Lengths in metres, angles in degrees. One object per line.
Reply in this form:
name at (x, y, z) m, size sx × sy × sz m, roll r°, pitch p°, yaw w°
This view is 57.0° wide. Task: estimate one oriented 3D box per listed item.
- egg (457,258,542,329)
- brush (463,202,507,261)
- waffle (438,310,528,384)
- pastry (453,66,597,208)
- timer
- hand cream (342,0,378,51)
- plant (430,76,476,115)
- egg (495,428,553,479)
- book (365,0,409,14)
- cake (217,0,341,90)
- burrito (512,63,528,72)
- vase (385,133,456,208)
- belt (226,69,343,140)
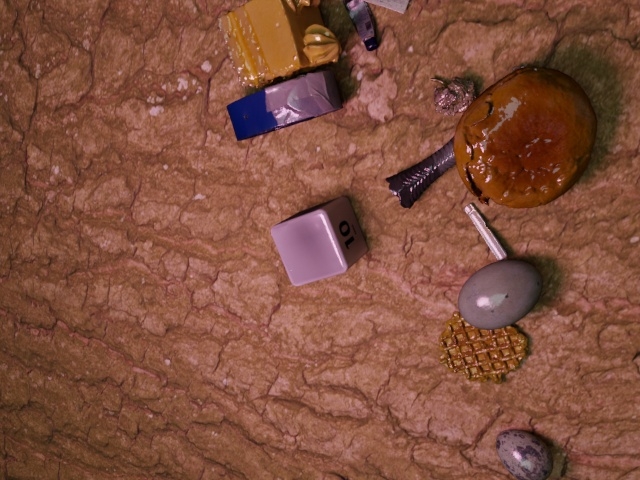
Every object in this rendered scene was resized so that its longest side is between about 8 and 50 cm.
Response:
egg at (0.482, 0.145, 1.585) m, size 0.236 × 0.169 × 0.169 m, roll -31°, pitch 92°, yaw 16°
brush at (0.459, -0.025, 1.627) m, size 0.033 × 0.030 × 0.179 m, roll -41°, pitch 77°, yaw 44°
waffle at (0.468, 0.302, 1.706) m, size 0.237 × 0.058 × 0.243 m, roll 29°, pitch 114°, yaw 13°
pastry at (0.496, -0.243, 1.432) m, size 0.355 × 0.164 × 0.356 m, roll 2°, pitch 108°, yaw 5°
timer at (0.000, 0.000, 1.743) m, size 0.194 × 0.195 × 0.192 m, roll -18°, pitch 98°, yaw 27°
hand cream at (0.114, -0.596, 1.600) m, size 0.062 × 0.039 × 0.163 m, roll -21°, pitch 91°, yaw 29°
plant at (0.343, -0.391, 1.551) m, size 0.116 × 0.104 × 0.122 m, roll -20°, pitch 61°, yaw -7°
egg at (0.589, 0.622, 1.710) m, size 0.172 × 0.132 × 0.132 m, roll 35°, pitch 118°, yaw 26°
book at (0.195, -0.698, 1.532) m, size 0.127 × 0.014 × 0.182 m, roll 25°, pitch 110°, yaw 13°
cake at (-0.088, -0.552, 1.598) m, size 0.286 × 0.222 × 0.228 m, roll -16°, pitch 101°, yaw 27°
burrito at (0.506, -0.369, 1.489) m, size 0.055 × 0.041 × 0.149 m, roll 9°, pitch 113°, yaw 36°
vase at (0.303, -0.196, 1.605) m, size 0.237 × 0.115 × 0.115 m, roll -37°, pitch 89°, yaw 24°
belt at (-0.108, -0.378, 1.666) m, size 0.346 × 0.212 × 0.117 m, roll -10°, pitch 100°, yaw 31°
